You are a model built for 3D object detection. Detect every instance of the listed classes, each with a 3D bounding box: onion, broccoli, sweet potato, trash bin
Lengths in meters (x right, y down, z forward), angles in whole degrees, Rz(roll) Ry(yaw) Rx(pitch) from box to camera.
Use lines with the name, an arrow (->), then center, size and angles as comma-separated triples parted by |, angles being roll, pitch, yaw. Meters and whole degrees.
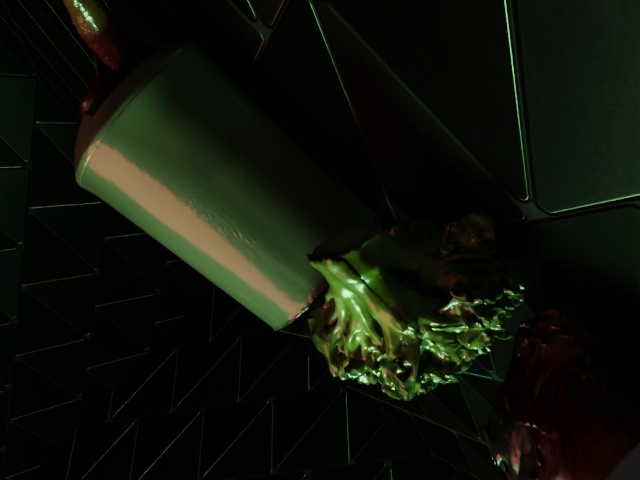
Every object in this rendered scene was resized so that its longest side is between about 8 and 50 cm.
onion -> 0.314, 0.230, 0.814 | 0.281, 0.221, 0.281 | -23, -90, -88
broccoli -> 0.090, 0.056, 0.826 | 0.245, 0.288, 0.248 | 52, -168, -29
sweet potato -> -0.409, -0.380, 1.247 | 0.072, 0.066, 0.314 | 3, 151, 17
trash bin -> -0.152, -0.091, 1.009 | 0.432, 0.280, 0.280 | 41, 166, -6

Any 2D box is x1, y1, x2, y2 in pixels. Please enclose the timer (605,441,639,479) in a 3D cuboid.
timer -> 0.385, 0.272, 0.481 | 0.173, 0.395, 0.395 | 49, 165, -31

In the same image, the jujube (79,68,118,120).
jujube -> -0.313, -0.202, 1.271 | 0.290, 0.197, 0.197 | 33, 172, -27
